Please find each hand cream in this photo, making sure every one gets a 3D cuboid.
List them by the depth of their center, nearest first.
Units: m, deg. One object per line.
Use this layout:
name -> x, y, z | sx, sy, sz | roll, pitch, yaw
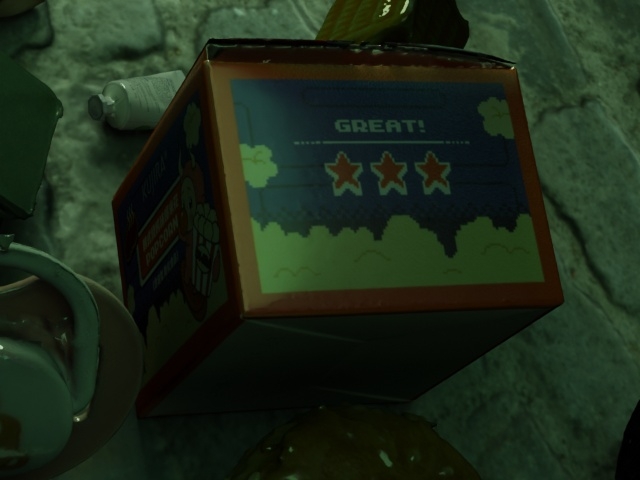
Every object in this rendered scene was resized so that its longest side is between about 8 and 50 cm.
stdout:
hand cream -> -0.193, -0.151, 1.827 | 0.142, 0.053, 0.084 | -9, 61, -44

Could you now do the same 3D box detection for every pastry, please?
pastry -> 0.023, 0.302, 1.511 | 0.284, 0.184, 0.316 | 44, 45, 1

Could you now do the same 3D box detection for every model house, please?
model house -> 0.067, -0.178, 1.820 | 0.173, 0.239, 0.268 | 25, 51, -5

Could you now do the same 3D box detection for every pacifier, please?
pacifier -> -0.325, 0.116, 1.491 | 0.332, 0.273, 0.220 | -1, 85, -24

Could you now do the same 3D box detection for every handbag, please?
handbag -> -0.377, -0.139, 1.610 | 0.260, 0.079, 0.247 | 45, 22, -24

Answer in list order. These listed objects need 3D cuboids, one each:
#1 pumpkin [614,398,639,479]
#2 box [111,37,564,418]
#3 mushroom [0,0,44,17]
pumpkin -> 0.452, 0.245, 1.694 | 0.315, 0.238, 0.315 | -1, 39, 0
box -> 0.000, 0.000, 1.581 | 0.318, 0.348, 0.257 | 0, 70, -21
mushroom -> -0.366, -0.384, 1.836 | 0.173, 0.162, 0.236 | -34, 76, -34
